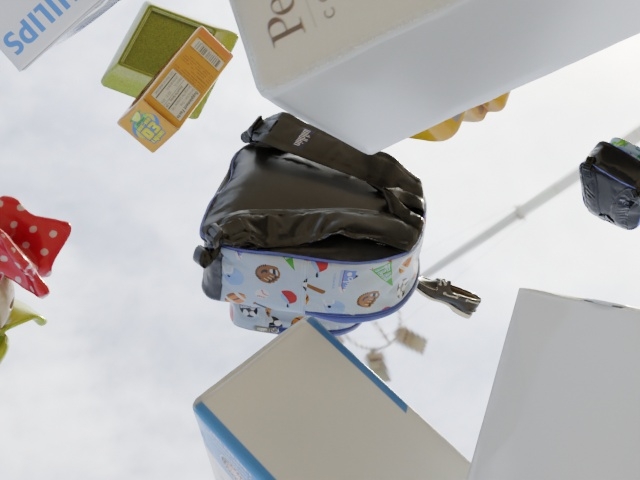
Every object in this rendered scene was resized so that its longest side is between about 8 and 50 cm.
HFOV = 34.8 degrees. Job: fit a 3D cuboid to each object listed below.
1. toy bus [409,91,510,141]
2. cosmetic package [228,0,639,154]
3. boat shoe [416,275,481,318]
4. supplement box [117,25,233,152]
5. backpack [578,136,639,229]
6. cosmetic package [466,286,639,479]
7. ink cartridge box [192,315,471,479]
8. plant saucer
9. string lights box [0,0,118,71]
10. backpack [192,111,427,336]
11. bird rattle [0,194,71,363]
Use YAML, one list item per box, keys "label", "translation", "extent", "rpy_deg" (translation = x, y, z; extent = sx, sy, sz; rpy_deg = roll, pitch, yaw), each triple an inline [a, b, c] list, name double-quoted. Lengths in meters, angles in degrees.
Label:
- label: "toy bus"
  translation: [0.071, -0.200, 1.009]
  extent: [0.333, 0.108, 0.130]
  rpy_deg: [35, -108, -50]
- label: "cosmetic package"
  translation: [0.160, -0.246, 0.520]
  extent: [0.161, 0.453, 0.230]
  rpy_deg: [15, -126, -67]
- label: "boat shoe"
  translation: [0.189, 0.077, 1.554]
  extent: [0.125, 0.038, 0.046]
  rpy_deg: [29, -159, -15]
- label: "supplement box"
  translation: [-0.222, -0.237, 1.583]
  extent: [0.080, 0.078, 0.233]
  rpy_deg: [44, -139, -13]
- label: "backpack"
  translation: [0.411, -0.075, 1.384]
  extent: [0.105, 0.114, 0.084]
  rpy_deg: [34, -112, 31]
- label: "cosmetic package"
  translation: [0.220, 0.236, 0.793]
  extent: [0.155, 0.197, 0.365]
  rpy_deg: [19, -92, -31]
- label: "ink cartridge box"
  translation: [0.030, 0.311, 1.119]
  extent: [0.166, 0.394, 0.285]
  rpy_deg: [-37, -119, -22]
- label: "plant saucer"
  translation: [-0.264, -0.327, 1.778]
  extent: [0.189, 0.045, 0.188]
  rpy_deg: [21, -109, 7]
- label: "string lights box"
  translation: [-0.191, -0.226, 0.520]
  extent: [0.259, 0.077, 0.133]
  rpy_deg: [49, -151, -15]
- label: "backpack"
  translation: [0.000, 0.000, 1.279]
  extent: [0.264, 0.213, 0.276]
  rpy_deg: [5, -137, 11]
- label: "bird rattle"
  translation: [-0.382, 0.052, 1.064]
  extent: [0.207, 0.253, 0.143]
  rpy_deg: [13, -128, -8]
